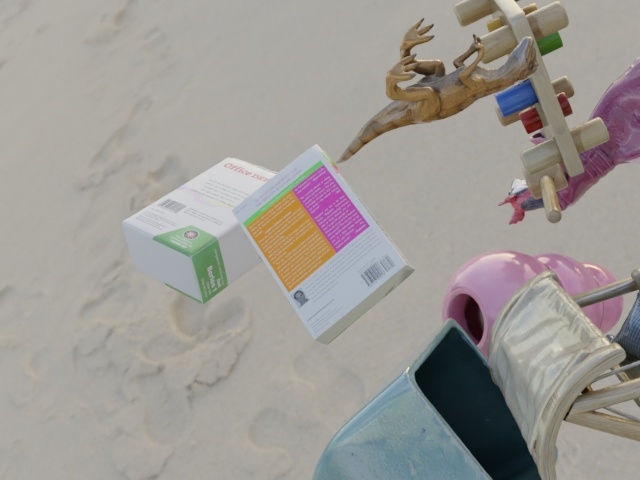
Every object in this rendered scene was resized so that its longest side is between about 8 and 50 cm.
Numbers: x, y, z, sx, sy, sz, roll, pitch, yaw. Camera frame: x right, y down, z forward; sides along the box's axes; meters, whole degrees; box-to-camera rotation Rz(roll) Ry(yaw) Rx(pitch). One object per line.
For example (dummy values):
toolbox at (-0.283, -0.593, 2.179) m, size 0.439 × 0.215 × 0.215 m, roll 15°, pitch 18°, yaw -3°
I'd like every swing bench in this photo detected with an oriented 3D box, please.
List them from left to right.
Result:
swing bench at (0.340, 0.139, 0.984) m, size 0.254 × 0.165 × 0.253 m, roll -1°, pitch 17°, yaw -2°

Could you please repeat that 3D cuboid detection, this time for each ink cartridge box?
ink cartridge box at (-0.195, -0.028, 1.622) m, size 0.201 × 0.117 × 0.278 m, roll 22°, pitch 45°, yaw 37°

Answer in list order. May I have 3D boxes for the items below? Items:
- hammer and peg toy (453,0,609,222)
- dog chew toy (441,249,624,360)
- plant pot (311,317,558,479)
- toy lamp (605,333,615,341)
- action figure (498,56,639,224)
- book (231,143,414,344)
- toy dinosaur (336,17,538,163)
hammer and peg toy at (0.328, -0.202, 1.271) m, size 0.127 × 0.361 × 0.266 m, roll -24°, pitch 26°, yaw 12°
dog chew toy at (0.364, 0.110, 1.415) m, size 0.332 × 0.207 × 0.206 m, roll -6°, pitch 16°, yaw -30°
plant pot at (0.137, 0.301, 1.186) m, size 0.252 × 0.248 × 0.247 m, roll -40°, pitch -5°, yaw 25°
toy lamp at (0.723, 0.221, 1.756) m, size 0.274 × 0.080 × 0.080 m, roll -1°, pitch 32°, yaw -2°
action figure at (0.478, -0.143, 1.508) m, size 0.370 × 0.248 × 0.276 m, roll -44°, pitch 61°, yaw 8°
book at (0.000, 0.000, 0.716) m, size 0.096 × 0.035 × 0.144 m, roll -40°, pitch 59°, yaw 11°
toy dinosaur at (0.086, -0.121, 0.747) m, size 0.211 × 0.112 × 0.064 m, roll -22°, pitch 48°, yaw 17°
